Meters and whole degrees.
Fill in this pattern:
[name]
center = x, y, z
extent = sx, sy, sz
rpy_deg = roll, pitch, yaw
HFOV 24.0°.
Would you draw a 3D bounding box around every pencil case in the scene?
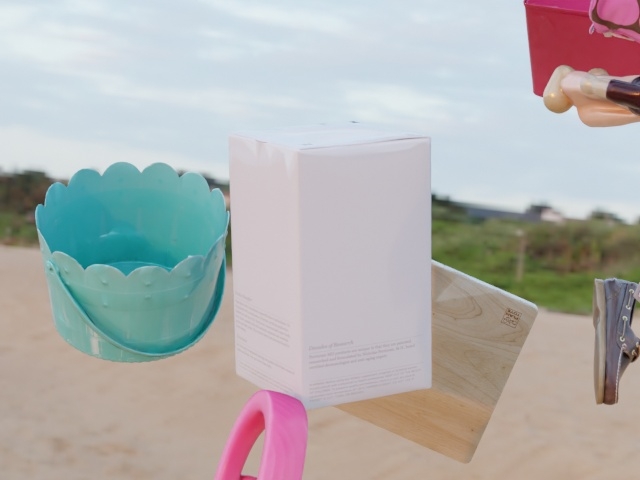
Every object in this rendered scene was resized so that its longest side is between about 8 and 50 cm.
[pencil case]
center = 0.405, -0.238, 1.673
extent = 0.209, 0.098, 0.095
rpy_deg = 28, 18, 20

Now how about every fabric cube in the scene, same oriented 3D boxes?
[fabric cube]
center = 0.490, -0.382, 2.437
extent = 0.254, 0.259, 0.258
rpy_deg = 14, -25, 18

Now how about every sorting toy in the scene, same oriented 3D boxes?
[sorting toy]
center = 0.151, 0.154, 2.204
extent = 0.257, 0.255, 0.089
rpy_deg = 23, 12, 4

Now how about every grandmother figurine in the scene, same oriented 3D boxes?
[grandmother figurine]
center = 0.474, -0.202, 2.154
extent = 0.207, 0.104, 0.342
rpy_deg = -7, 11, -22

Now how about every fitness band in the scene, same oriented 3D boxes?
[fitness band]
center = -0.079, 0.300, 1.586
extent = 0.054, 0.291, 0.209
rpy_deg = 17, -25, -12

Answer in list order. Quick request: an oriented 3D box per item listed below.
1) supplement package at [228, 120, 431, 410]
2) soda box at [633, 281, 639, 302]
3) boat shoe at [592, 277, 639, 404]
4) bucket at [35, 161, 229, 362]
[supplement package]
center = 0.012, 0.021, 1.712
extent = 0.175, 0.293, 0.177
rpy_deg = -7, 14, -27
[soda box]
center = 0.466, 0.103, 1.561
extent = 0.098, 0.091, 0.286
rpy_deg = -17, 49, -35
[boat shoe]
center = 0.434, 0.145, 2.191
extent = 0.073, 0.207, 0.073
rpy_deg = 5, -30, 4
[bucket]
center = -0.267, 0.033, 2.154
extent = 0.281, 0.183, 0.281
rpy_deg = 3, 36, -2
